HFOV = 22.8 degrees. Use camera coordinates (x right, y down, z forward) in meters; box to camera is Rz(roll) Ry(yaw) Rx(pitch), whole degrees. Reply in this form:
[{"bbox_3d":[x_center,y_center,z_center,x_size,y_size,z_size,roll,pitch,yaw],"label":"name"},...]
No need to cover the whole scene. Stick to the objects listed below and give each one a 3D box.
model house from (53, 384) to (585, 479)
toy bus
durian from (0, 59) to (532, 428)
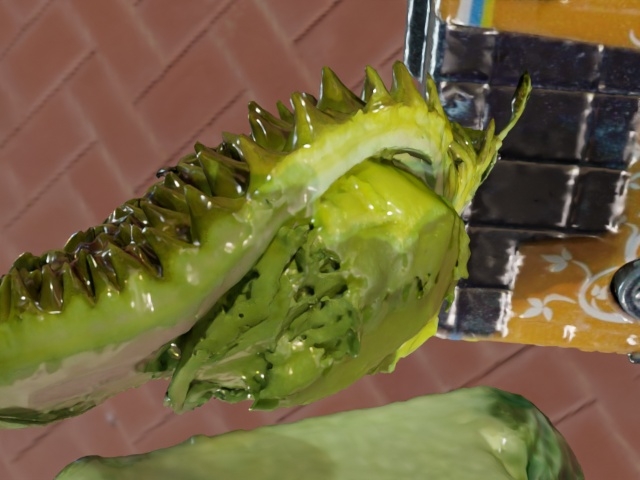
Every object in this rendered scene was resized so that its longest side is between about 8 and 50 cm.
[{"bbox_3d":[0.029,0.180,0.461,0.189,0.195,0.214,-135,43,-65],"label":"model house"},{"bbox_3d":[0.142,-0.089,0.893,0.194,0.162,0.323,5,138,3],"label":"toy bus"},{"bbox_3d":[-0.005,-0.003,0.639,0.106,0.375,0.132,1,106,46],"label":"durian"}]
